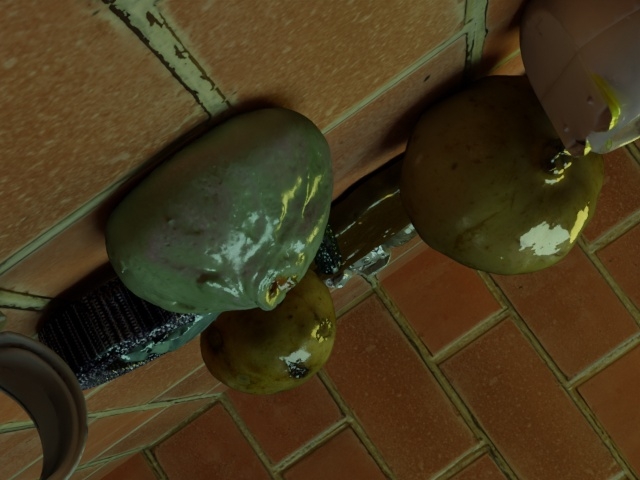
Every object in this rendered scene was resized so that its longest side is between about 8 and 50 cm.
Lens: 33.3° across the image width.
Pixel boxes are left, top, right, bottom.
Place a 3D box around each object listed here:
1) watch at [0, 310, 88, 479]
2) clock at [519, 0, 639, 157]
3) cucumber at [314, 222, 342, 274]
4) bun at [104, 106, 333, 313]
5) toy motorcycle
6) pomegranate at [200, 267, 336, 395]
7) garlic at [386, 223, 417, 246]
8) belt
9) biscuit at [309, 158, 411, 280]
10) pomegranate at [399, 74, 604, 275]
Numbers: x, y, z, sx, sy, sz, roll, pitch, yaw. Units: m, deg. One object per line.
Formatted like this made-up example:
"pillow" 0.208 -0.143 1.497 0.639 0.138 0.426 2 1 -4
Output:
"watch" -0.384 0.203 1.108 0.244 0.231 0.196 -31 173 -43
"clock" 0.479 -0.315 1.510 0.376 0.250 0.368 -27 169 -11
"cucumber" 0.001 0.000 1.847 0.058 0.058 0.187 -34 152 -4
"bun" -0.089 -0.010 1.218 0.293 0.187 0.293 -36 173 -5
"toy motorcycle" 0.094 0.019 2.393 0.254 0.112 0.112 -37 171 21
"pomegranate" -0.091 0.157 1.959 0.260 0.260 0.260 -34 171 -6
"garlic" 0.192 -0.059 2.265 0.147 0.102 0.159 -23 171 -47
"belt" -0.250 0.112 1.484 0.260 0.122 0.325 -31 172 1
"biscuit" 0.103 -0.048 2.058 0.381 0.074 0.359 -41 164 35
"pomegranate" 0.303 -0.105 1.711 0.342 0.342 0.342 -34 171 -6
